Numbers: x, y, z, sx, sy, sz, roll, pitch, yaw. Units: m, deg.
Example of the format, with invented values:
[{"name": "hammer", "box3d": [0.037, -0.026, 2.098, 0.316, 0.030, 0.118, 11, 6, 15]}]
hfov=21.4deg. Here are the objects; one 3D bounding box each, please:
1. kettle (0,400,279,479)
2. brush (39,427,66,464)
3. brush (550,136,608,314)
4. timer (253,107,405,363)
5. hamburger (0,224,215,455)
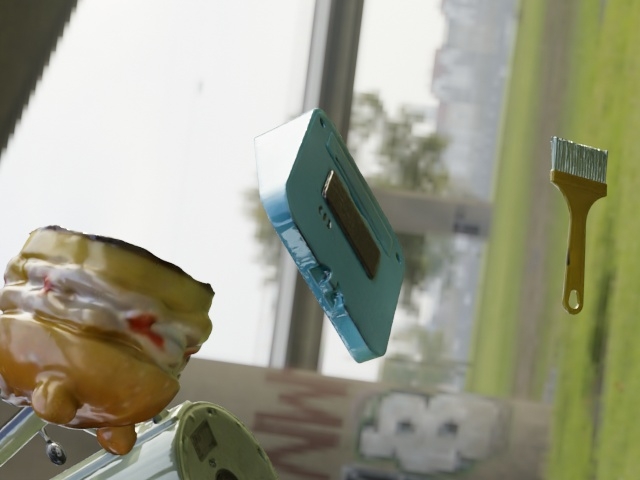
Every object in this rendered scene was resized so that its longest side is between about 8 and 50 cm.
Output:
[{"name": "kettle", "box3d": [-0.286, 0.361, 2.252, 0.361, 0.377, 0.250, 57, -157, -10]}, {"name": "brush", "box3d": [-0.372, 0.277, 2.320, 0.083, 0.024, 0.008, 50, 160, 35]}, {"name": "brush", "box3d": [0.295, -0.014, 1.946, 0.011, 0.083, 0.205, -17, 64, 56]}, {"name": "timer", "box3d": [0.000, 0.000, 1.879, 0.232, 0.091, 0.250, 61, -162, -21]}, {"name": "hamburger", "box3d": [-0.276, 0.125, 2.060, 0.276, 0.276, 0.236, 77, -150, -76]}]
